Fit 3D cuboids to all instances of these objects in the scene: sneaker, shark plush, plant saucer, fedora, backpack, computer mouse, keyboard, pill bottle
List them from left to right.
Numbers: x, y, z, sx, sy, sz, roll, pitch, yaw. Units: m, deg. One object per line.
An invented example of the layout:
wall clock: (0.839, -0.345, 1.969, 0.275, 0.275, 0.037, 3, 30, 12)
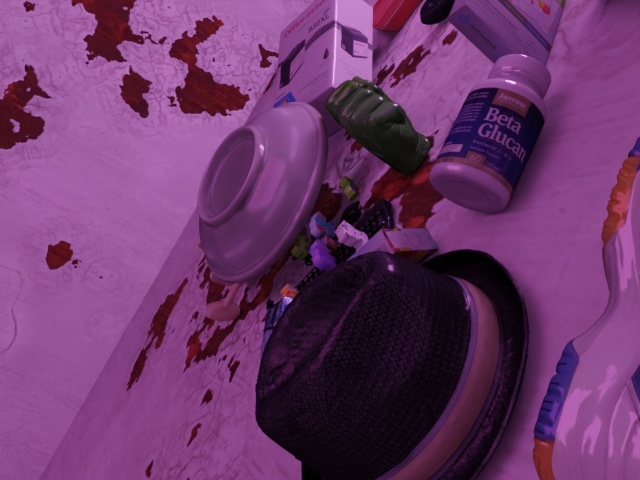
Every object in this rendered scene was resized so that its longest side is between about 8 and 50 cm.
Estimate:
plant saucer: (-0.152, -0.115, 1.095, 0.401, 0.101, 0.400, -30, 48, 40)
shark plush: (-0.053, -0.010, 1.092, 0.073, 0.067, 0.161, -40, 27, 40)
backpack: (-0.029, 0.143, 0.765, 0.084, 0.105, 0.114, -36, 35, 49)
keyboard: (0.010, 0.043, 0.927, 0.317, 0.033, 0.201, -46, 23, 28)
fedora: (0.040, 0.127, 0.557, 0.334, 0.153, 0.334, -47, 23, 28)
plant saucer: (0.225, -0.648, 1.399, 0.258, 0.048, 0.259, -52, 20, 16)
computer mouse: (0.295, -0.526, 1.085, 0.242, 0.041, 0.071, -43, 33, 19)
pill bottle: (0.202, -0.126, 0.628, 0.169, 0.094, 0.094, -63, 21, -11)
sneaker: (0.241, 0.040, 0.326, 0.131, 0.112, 0.296, 5, 66, 49)

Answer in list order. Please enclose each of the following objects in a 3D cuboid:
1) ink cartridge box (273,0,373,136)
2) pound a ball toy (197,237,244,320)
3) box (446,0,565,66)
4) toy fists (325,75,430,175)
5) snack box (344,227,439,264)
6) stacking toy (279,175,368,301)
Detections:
ink cartridge box: (0.005, -0.414, 1.300, 0.223, 0.129, 0.307, -23, 56, 46)
pound a ball toy: (-0.150, 0.016, 1.243, 0.319, 0.136, 0.208, -50, 47, 21)
box: (0.254, -0.318, 0.712, 0.038, 0.145, 0.186, -16, 45, 58)
toy fists: (0.091, -0.213, 0.943, 0.096, 0.142, 0.279, -53, 21, 15)
snack box: (0.070, 0.039, 0.695, 0.141, 0.100, 0.037, -44, 62, 34)
stacking toy: (0.000, 0.000, 0.893, 0.167, 0.052, 0.221, -48, 23, 26)
